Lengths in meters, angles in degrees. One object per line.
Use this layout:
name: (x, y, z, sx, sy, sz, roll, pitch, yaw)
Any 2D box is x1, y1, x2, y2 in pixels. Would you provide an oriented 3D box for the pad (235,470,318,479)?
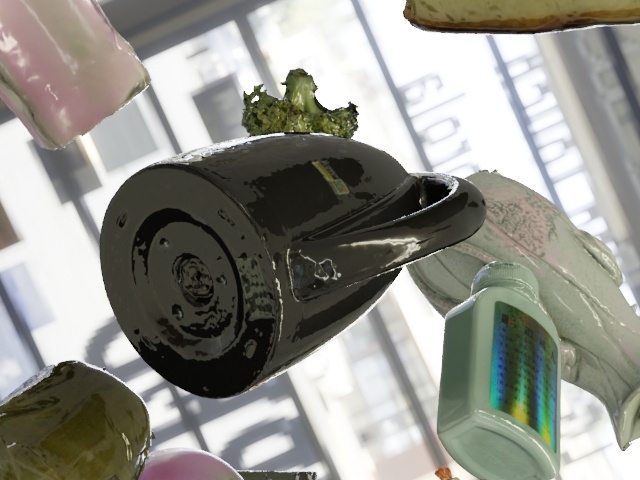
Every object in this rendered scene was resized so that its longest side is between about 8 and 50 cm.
pad: (-0.096, 0.381, 2.534, 0.233, 0.174, 0.022, -77, 166, -74)

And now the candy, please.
candy: (-0.332, -0.243, 2.018, 0.265, 0.155, 0.116, 52, -14, -17)

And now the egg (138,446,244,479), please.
egg: (-0.142, 0.366, 2.028, 0.271, 0.196, 0.196, 63, 2, -28)

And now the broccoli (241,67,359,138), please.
broccoli: (-0.018, -0.123, 1.711, 0.095, 0.097, 0.092, 3, 92, -55)

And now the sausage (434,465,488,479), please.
sausage: (0.142, 0.250, 1.181, 0.234, 0.071, 0.071, 57, -3, 21)

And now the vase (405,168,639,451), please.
vase: (0.332, 0.098, 2.475, 0.445, 0.250, 0.250, 41, -11, 26)

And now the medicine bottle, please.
medicine bottle: (0.171, 0.117, 1.649, 0.121, 0.083, 0.229, 36, 39, -24)

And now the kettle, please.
kettle: (0.000, 0.000, 1.537, 0.268, 0.290, 0.207, 0, -76, 42)

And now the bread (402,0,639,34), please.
bread: (0.262, -0.296, 1.581, 0.333, 0.323, 0.143, -42, 123, -52)

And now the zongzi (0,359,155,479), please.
zongzi: (-0.276, 0.194, 1.504, 0.174, 0.356, 0.393, 32, -35, 15)
